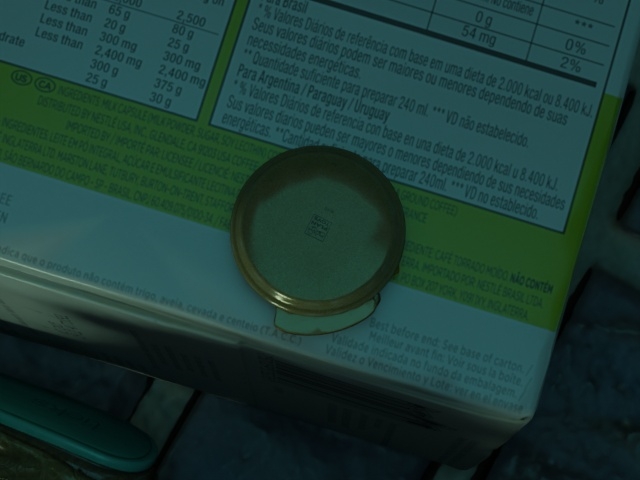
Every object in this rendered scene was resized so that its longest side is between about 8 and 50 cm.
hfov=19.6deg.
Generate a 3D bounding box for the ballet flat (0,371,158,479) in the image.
[{"bbox_3d":[-0.257,0.101,1.091,0.342,0.116,0.124,28,104,8],"label":"ballet flat"}]

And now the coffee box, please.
[{"bbox_3d":[-0.019,-0.089,1.017,0.338,0.337,0.334,16,79,2],"label":"coffee box"}]

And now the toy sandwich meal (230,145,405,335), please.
[{"bbox_3d":[0.000,0.000,0.818,0.085,0.029,0.086,0,77,1],"label":"toy sandwich meal"}]
